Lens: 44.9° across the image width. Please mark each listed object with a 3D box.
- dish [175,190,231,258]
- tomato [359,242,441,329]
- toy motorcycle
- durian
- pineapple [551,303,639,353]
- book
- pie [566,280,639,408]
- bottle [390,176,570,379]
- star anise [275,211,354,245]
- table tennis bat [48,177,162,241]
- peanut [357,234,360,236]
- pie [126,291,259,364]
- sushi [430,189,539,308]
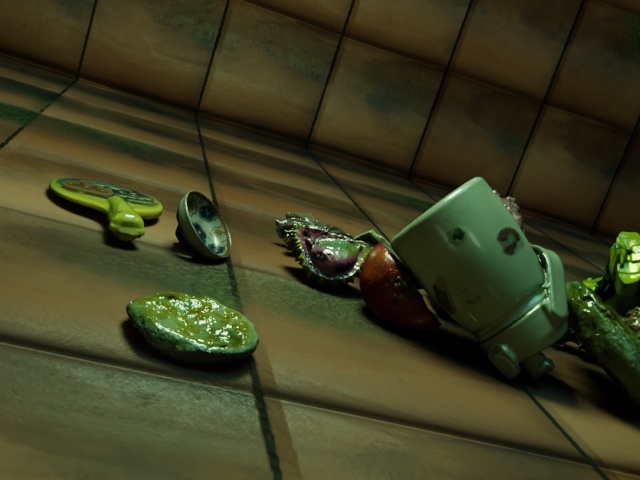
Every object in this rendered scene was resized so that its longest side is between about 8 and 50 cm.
[{"bbox_3d":[-0.239,-0.015,1.458,0.141,0.078,0.141,53,19,-27],"label":"dish"},{"bbox_3d":[0.134,0.103,1.446,0.189,0.099,0.173,56,2,3],"label":"tomato"},{"bbox_3d":[0.643,0.116,1.730,0.206,0.342,0.142,4,54,-1],"label":"toy motorcycle"},{"bbox_3d":[0.007,0.051,1.521,0.187,0.119,0.108,15,50,-1],"label":"durian"},{"bbox_3d":[0.664,0.213,1.588,0.362,0.201,0.202,4,8,19],"label":"pineapple"},{"bbox_3d":[0.146,0.043,1.595,0.168,0.013,0.192,42,-9,-2],"label":"book"},{"bbox_3d":[0.533,0.190,1.424,0.277,0.079,0.277,52,10,-13],"label":"pie"},{"bbox_3d":[0.315,0.075,1.390,0.351,0.229,0.229,52,19,7],"label":"bottle"},{"bbox_3d":[-0.005,-0.007,1.731,0.212,0.073,0.197,19,16,-9],"label":"star anise"},{"bbox_3d":[-0.403,-0.071,1.494,0.224,0.054,0.369,11,11,-25],"label":"table tennis bat"},{"bbox_3d":[0.131,0.020,1.865,0.113,0.053,0.054,17,13,-10],"label":"peanut"},{"bbox_3d":[-0.175,0.119,1.056,0.187,0.041,0.187,17,14,-4],"label":"pie"},{"bbox_3d":[0.335,0.037,1.598,0.237,0.270,0.171,6,17,2],"label":"sushi"}]
